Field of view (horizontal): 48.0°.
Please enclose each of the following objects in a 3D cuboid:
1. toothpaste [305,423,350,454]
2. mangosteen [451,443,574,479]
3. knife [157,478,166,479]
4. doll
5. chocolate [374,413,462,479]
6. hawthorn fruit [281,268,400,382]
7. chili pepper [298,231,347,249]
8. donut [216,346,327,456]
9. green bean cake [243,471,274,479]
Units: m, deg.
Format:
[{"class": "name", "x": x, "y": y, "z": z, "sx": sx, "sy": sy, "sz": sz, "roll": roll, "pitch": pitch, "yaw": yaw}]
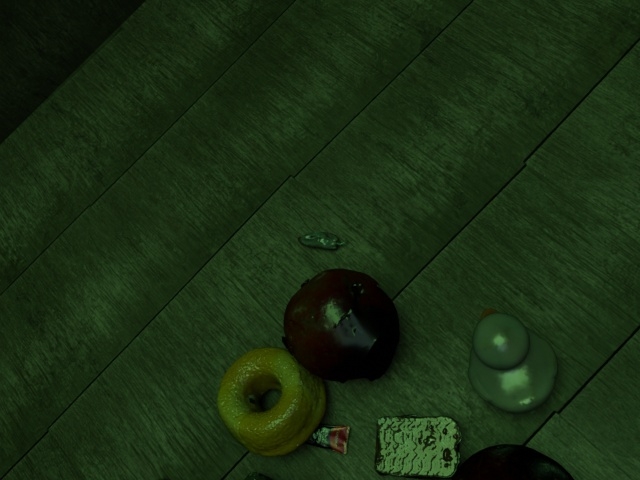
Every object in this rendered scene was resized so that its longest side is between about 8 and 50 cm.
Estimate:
[{"class": "toothpaste", "x": -0.020, "y": 0.499, "z": 1.862, "sx": 0.193, "sy": 0.045, "sz": 0.071, "roll": 7, "pitch": 80, "yaw": 17}, {"class": "mangosteen", "x": 0.405, "y": 0.591, "z": 1.538, "sx": 0.330, "sy": 0.330, "sz": 0.330, "roll": -7, "pitch": 67, "yaw": 17}, {"class": "knife", "x": -0.426, "y": 0.805, "z": 1.886, "sx": 0.061, "sy": 0.027, "sz": 0.343, "roll": -9, "pitch": 69, "yaw": 11}, {"class": "doll", "x": 0.443, "y": 0.278, "z": 1.694, "sx": 0.221, "sy": 0.221, "sz": 0.251, "roll": -21, "pitch": 64, "yaw": 10}, {"class": "chocolate", "x": 0.240, "y": 0.500, "z": 1.740, "sx": 0.214, "sy": 0.093, "sz": 0.148, "roll": -2, "pitch": 70, "yaw": 19}, {"class": "hawthorn fruit", "x": 0.056, "y": 0.222, "z": 1.815, "sx": 0.316, "sy": 0.316, "sz": 0.316, "roll": -7, "pitch": 67, "yaw": 17}, {"class": "chili pepper", "x": 0.000, "y": -0.001, "z": 2.055, "sx": 0.153, "sy": 0.041, "sz": 0.050, "roll": 9, "pitch": 30, "yaw": 22}, {"class": "donut", "x": -0.136, "y": 0.404, "z": 1.865, "sx": 0.303, "sy": 0.110, "sz": 0.303, "roll": -14, "pitch": 49, "yaw": 17}, {"class": "green bean cake", "x": -0.146, "y": 0.680, "z": 1.777, "sx": 0.181, "sy": 0.094, "sz": 0.173, "roll": 18, "pitch": 69, "yaw": 39}]
